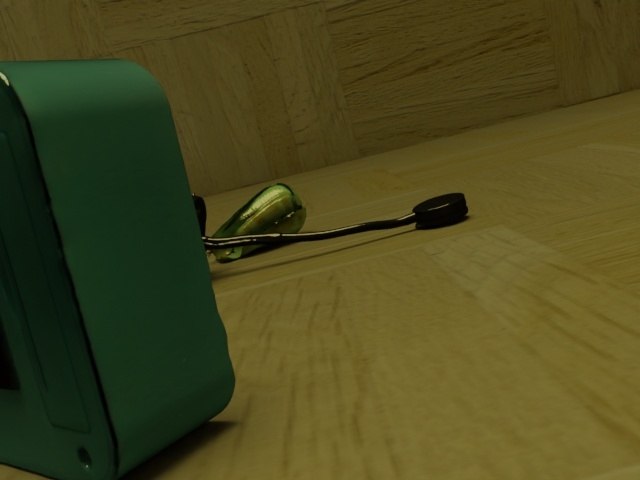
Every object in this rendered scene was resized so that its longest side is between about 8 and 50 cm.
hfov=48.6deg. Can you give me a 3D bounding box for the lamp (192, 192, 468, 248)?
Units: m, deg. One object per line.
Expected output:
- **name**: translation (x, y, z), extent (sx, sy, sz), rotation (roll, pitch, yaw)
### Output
- **lamp**: translation (-0.011, -0.036, 0.861), extent (0.371, 0.108, 0.130), rotation (-13, 9, 8)

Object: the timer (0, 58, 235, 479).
- **timer**: translation (-0.190, 0.020, 0.447), extent (0.250, 0.231, 0.091), rotation (-5, 12, 37)

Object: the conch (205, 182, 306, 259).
- **conch**: translation (-0.083, -0.021, 1.009), extent (0.170, 0.079, 0.106), rotation (-39, 16, -31)
